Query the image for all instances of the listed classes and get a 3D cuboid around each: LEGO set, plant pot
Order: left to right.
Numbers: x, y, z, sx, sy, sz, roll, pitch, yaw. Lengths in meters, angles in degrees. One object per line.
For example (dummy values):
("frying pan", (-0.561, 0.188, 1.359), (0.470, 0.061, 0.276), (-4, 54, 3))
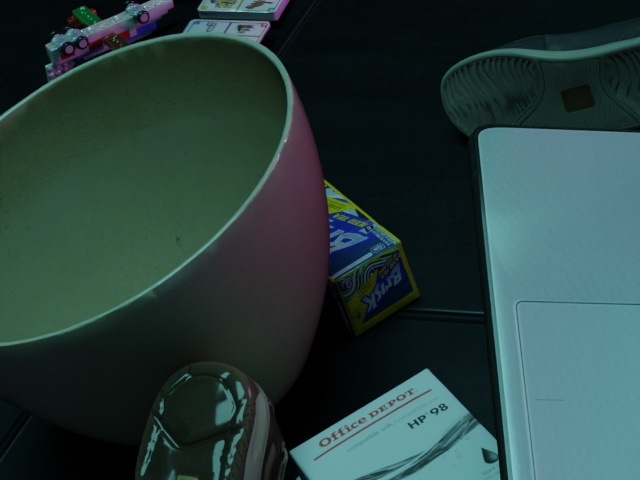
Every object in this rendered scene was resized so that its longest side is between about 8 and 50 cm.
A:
("plant pot", (-0.106, 0.027, 1.207), (0.284, 0.191, 0.284), (-20, 36, 15))
("LEGO set", (-0.144, -0.207, 1.686), (0.244, 0.060, 0.182), (4, 38, 18))

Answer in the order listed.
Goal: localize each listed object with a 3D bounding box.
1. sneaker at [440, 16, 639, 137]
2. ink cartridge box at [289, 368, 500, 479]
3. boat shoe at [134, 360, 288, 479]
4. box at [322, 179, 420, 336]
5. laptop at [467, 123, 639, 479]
("sneaker", (0.206, -0.123, 1.369), (0.222, 0.083, 0.118), (-3, 20, 35))
("ink cartridge box", (0.053, 0.147, 1.090), (0.104, 0.060, 0.180), (-30, 36, -11))
("boat shoe", (-0.077, 0.204, 1.060), (0.095, 0.095, 0.257), (13, 70, 27))
("box", (0.000, 0.000, 1.316), (0.059, 0.054, 0.169), (-31, 36, -14))
("laptop", (0.299, 0.040, 0.831), (0.407, 0.236, 0.382), (2, 54, -6))
